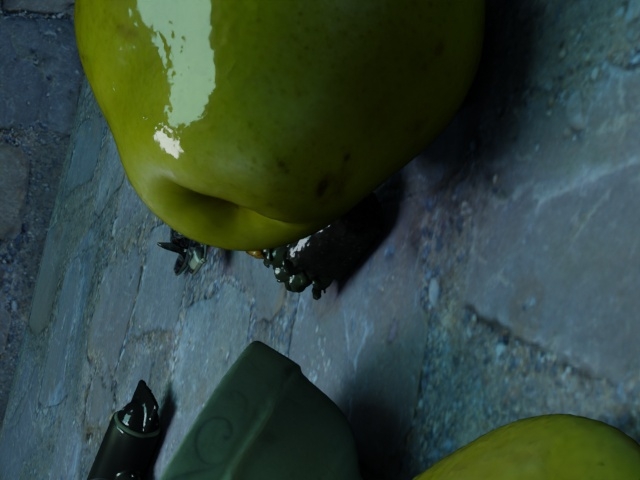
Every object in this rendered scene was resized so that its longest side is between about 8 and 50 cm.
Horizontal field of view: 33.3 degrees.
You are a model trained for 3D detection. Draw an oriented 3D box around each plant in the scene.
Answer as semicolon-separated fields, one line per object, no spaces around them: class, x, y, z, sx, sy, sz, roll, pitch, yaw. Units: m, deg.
plant;0.000;0.000;1.096;0.143;0.092;0.094;-38;50;45

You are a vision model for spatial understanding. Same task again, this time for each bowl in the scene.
bowl;-0.066;0.252;0.917;0.307;0.163;0.307;-62;-7;-14

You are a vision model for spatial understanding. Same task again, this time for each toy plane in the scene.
toy plane;-0.186;-0.017;1.506;0.262;0.088;0.192;-47;38;48

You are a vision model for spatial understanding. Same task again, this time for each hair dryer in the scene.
hair dryer;-0.241;0.337;1.468;0.248;0.078;0.195;46;118;52

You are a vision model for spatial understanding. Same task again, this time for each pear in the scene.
pear;-0.038;-0.195;0.952;0.362;0.362;0.418;-34;41;56

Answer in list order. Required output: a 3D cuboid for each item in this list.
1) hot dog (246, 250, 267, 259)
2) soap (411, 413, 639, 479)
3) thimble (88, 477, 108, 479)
hot dog;-0.078;-0.025;1.338;0.144;0.038;0.062;-113;41;-57
soap;0.089;0.287;0.691;0.427;0.115;0.306;-47;29;47
thimble;-0.199;0.368;1.153;0.245;0.217;0.157;21;97;46
